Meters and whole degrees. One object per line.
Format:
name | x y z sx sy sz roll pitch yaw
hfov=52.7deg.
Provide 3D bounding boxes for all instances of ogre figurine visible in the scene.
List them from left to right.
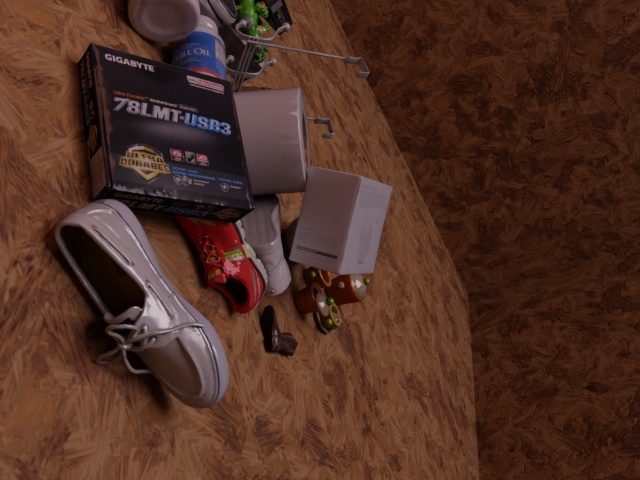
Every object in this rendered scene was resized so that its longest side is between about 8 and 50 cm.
ogre figurine | -0.179 -0.558 1.669 0.118 0.097 0.197 71 27 -54

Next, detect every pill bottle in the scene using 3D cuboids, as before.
pill bottle | -0.349 -0.585 1.421 0.152 0.152 0.271 38 36 -55
pill bottle | -0.277 -0.405 1.469 0.124 0.124 0.221 43 31 -50

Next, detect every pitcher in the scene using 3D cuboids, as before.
pitcher | 0.000 0.000 1.735 0.178 0.125 0.207 36 19 1

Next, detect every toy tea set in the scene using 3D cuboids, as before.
toy tea set | 0.044 0.129 1.754 0.199 0.124 0.336 62 21 -18

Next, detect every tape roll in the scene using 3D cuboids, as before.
tape roll | -0.118 -0.229 1.520 0.246 0.169 0.245 -3 90 -86

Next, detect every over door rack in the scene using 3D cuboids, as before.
over door rack | -0.078 -0.397 1.588 0.325 0.239 0.108 13 52 -16

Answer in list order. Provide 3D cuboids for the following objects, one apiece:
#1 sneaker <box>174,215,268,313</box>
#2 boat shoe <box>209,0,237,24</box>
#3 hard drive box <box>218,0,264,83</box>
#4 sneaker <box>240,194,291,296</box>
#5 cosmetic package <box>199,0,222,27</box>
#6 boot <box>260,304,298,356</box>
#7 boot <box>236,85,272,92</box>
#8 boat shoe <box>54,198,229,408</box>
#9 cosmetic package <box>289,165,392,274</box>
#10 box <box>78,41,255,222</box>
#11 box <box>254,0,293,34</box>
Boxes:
sneaker | -0.197 0.032 1.279 0.279 0.107 0.118 55 34 -27
boat shoe | -0.243 -0.638 1.549 0.080 0.076 0.228 -64 135 -63
hard drive box | -0.239 -0.583 1.790 0.181 0.089 0.232 48 29 -45
sneaker | -0.132 0.011 1.494 0.292 0.108 0.169 -99 180 -60
cosmetic package | -0.323 -0.639 1.597 0.127 0.107 0.237 31 44 -63
boot | -0.090 0.206 1.466 0.114 0.037 0.106 25 61 -58
boot | -0.166 -0.265 1.694 0.115 0.112 0.305 1 69 -40
boat shoe | -0.272 0.115 0.954 0.366 0.136 0.156 62 21 -9
cosmetic package | 0.053 -0.044 1.532 0.224 0.138 0.224 6 99 -66
box | -0.278 -0.190 1.184 0.296 0.073 0.293 7 63 -42
box | -0.167 -0.680 1.777 0.183 0.059 0.233 49 3 2
